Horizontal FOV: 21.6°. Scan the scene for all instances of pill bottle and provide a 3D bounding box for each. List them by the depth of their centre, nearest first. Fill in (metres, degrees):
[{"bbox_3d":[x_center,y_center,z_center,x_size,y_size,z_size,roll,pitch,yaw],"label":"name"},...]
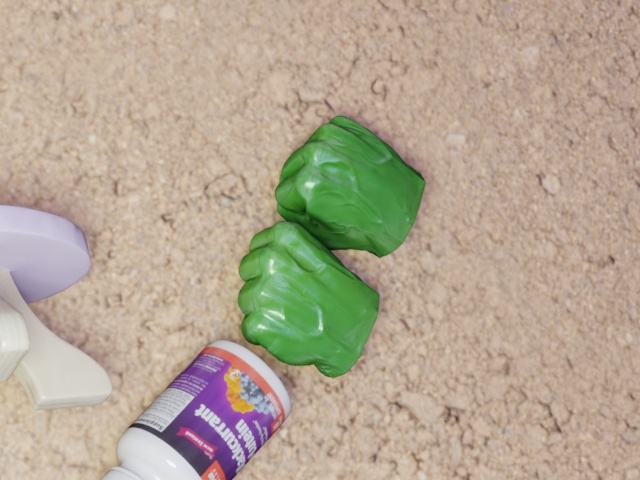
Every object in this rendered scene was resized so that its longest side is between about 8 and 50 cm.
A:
[{"bbox_3d":[-0.126,0.196,1.603,0.108,0.108,0.193,48,62,-10],"label":"pill bottle"}]

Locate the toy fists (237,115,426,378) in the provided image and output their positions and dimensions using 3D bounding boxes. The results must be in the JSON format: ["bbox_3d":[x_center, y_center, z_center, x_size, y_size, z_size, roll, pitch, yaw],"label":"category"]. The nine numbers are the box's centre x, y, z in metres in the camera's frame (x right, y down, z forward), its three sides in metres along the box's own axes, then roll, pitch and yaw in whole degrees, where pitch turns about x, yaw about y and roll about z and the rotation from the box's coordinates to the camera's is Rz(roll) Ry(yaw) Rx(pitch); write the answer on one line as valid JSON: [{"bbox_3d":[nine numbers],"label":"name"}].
[{"bbox_3d":[0.000,0.000,1.728,0.142,0.096,0.279,37,62,-26],"label":"toy fists"}]

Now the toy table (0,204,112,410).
[{"bbox_3d":[-0.323,0.079,1.472,0.274,0.252,0.161,-7,64,-20],"label":"toy table"}]
